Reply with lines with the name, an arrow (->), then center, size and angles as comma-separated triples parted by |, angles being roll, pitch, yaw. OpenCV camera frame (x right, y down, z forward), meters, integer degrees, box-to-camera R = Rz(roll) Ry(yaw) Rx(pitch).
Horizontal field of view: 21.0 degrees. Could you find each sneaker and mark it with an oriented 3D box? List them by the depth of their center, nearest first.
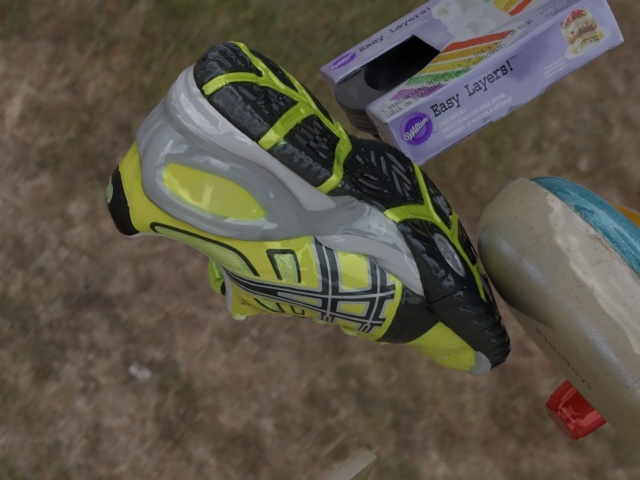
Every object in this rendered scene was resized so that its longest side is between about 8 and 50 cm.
sneaker -> 0.000, 0.000, 1.286 | 0.385, 0.147, 0.145 | 38, 24, -37

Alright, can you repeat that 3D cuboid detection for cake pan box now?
cake pan box -> 0.144, -0.188, 1.788 | 0.070, 0.267, 0.246 | 60, -3, -22

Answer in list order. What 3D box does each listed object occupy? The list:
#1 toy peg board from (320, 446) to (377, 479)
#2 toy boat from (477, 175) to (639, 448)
toy peg board -> -0.008, 0.262, 1.278 | 0.079, 0.160, 0.161 | 37, 41, 19
toy boat -> 0.245, 0.064, 1.392 | 0.148, 0.318, 0.267 | -37, 68, -7
